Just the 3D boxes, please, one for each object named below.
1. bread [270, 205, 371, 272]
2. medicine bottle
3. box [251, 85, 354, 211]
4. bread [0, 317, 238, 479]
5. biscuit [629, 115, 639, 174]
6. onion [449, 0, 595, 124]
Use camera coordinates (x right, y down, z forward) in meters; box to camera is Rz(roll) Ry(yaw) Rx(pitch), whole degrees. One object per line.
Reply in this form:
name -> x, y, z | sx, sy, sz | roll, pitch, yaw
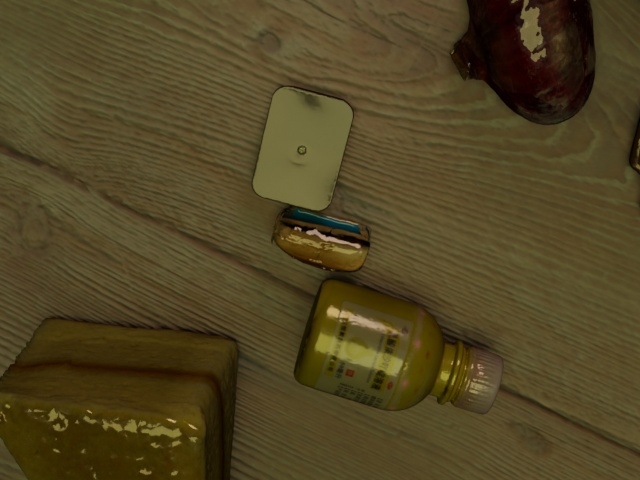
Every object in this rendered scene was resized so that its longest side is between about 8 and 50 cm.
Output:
bread -> 0.000, 0.000, 1.235 | 0.106, 0.072, 0.053 | 13, 109, -1
medicine bottle -> 0.087, 0.127, 1.242 | 0.213, 0.122, 0.121 | 17, 108, -2
box -> -0.019, -0.100, 1.226 | 0.091, 0.031, 0.126 | 13, 107, 0
bread -> -0.211, 0.297, 1.261 | 0.245, 0.233, 0.361 | 4, 108, 3
biscuit -> 0.423, -0.063, 1.203 | 0.182, 0.034, 0.215 | -12, 106, 8
onion -> 0.203, -0.206, 1.141 | 0.151, 0.098, 0.206 | -24, 105, 10
